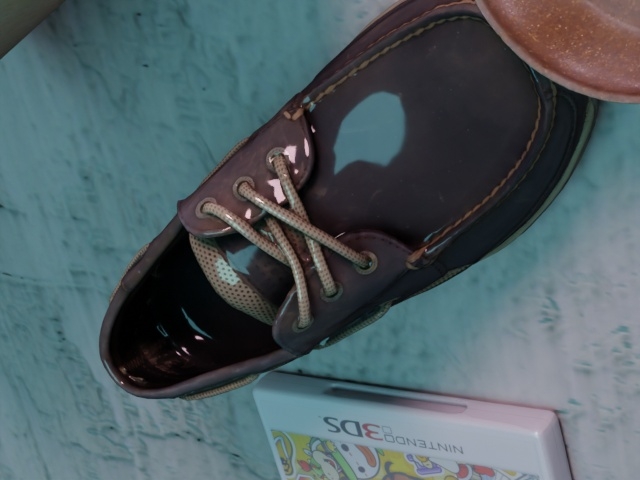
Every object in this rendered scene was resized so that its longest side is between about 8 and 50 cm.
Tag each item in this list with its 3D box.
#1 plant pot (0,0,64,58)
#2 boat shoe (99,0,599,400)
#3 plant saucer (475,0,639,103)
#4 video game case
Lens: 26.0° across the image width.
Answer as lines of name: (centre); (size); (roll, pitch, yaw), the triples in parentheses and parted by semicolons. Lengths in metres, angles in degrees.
plant pot: (-0.203, -0.200, 0.620); (0.305, 0.334, 0.333); (-23, 104, 33)
boat shoe: (0.000, 0.000, 0.703); (0.132, 0.130, 0.355); (47, 137, 1)
plant saucer: (0.130, -0.152, 0.523); (0.199, 0.036, 0.198); (12, 106, 46)
video game case: (0.071, 0.191, 0.860); (0.206, 0.026, 0.227); (4, 122, 37)
